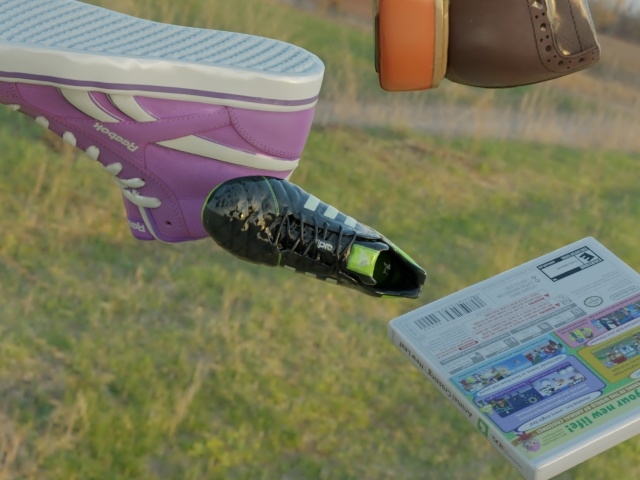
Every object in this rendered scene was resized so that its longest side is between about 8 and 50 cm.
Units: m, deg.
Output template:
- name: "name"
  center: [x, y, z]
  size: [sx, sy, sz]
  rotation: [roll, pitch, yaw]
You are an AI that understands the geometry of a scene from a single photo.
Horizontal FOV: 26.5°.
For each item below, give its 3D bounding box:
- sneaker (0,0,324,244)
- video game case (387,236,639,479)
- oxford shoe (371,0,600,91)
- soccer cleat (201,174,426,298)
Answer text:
- name: "sneaker"
  center: [-0.148, -0.072, 0.932]
  size: [0.282, 0.161, 0.102]
  rotation: [10, 29, -17]
- name: "video game case"
  center: [0.193, 0.087, 1.073]
  size: [0.212, 0.023, 0.193]
  rotation: [-21, 41, -23]
- name: "oxford shoe"
  center: [0.069, -0.194, 0.526]
  size: [0.098, 0.271, 0.097]
  rotation: [0, 11, 1]
- name: "soccer cleat"
  center: [0.000, 0.000, 0.918]
  size: [0.179, 0.060, 0.072]
  rotation: [20, 1, -41]
